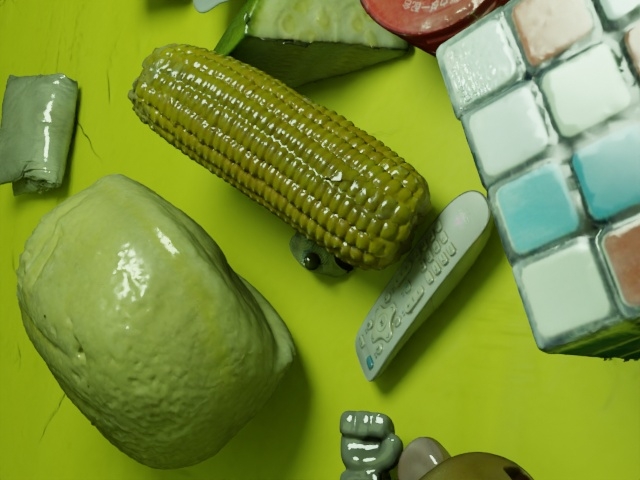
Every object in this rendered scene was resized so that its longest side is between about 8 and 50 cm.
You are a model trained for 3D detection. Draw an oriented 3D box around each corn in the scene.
[{"bbox_3d":[-0.045,-0.096,0.948,0.344,0.131,0.131,33,105,14],"label":"corn"}]

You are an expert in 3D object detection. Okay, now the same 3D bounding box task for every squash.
[{"bbox_3d":[-0.040,-0.231,1.098,0.288,0.203,0.111,147,122,-71],"label":"squash"}]

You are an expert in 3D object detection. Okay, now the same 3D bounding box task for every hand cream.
[{"bbox_3d":[0.140,-0.274,0.898,0.193,0.125,0.193,-7,80,39],"label":"hand cream"}]

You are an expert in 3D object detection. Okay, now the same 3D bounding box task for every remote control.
[{"bbox_3d":[0.107,0.048,0.928,0.229,0.044,0.073,-58,31,24],"label":"remote control"}]

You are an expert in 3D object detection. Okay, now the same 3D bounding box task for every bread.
[{"bbox_3d":[-0.191,0.093,0.997,0.237,0.320,0.320,-47,52,-11],"label":"bread"}]

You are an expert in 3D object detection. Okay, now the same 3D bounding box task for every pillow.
[{"bbox_3d":[-0.425,-0.163,1.369,0.134,0.077,0.182,-3,78,36],"label":"pillow"}]

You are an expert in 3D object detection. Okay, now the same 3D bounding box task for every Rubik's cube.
[{"bbox_3d":[0.280,-0.069,0.670,0.256,0.259,0.253,-27,69,33],"label":"Rubik's cube"}]

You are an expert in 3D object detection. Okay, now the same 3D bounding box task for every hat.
[{"bbox_3d":[0.000,0.000,1.012,0.076,0.059,0.077,19,100,44],"label":"hat"}]

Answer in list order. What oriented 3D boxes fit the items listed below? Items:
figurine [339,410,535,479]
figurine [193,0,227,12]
[{"bbox_3d":[0.093,0.311,0.817,0.342,0.167,0.285,46,106,19],"label":"figurine"},{"bbox_3d":[-0.097,-0.341,1.097,0.192,0.126,0.147,11,88,37],"label":"figurine"}]
